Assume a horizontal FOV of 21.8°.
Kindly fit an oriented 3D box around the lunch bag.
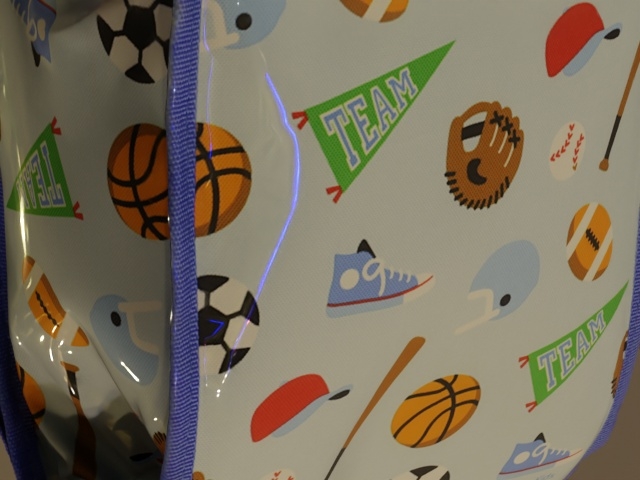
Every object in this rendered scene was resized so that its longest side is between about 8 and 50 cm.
[{"bbox_3d":[0.000,0.000,0.865,0.239,0.328,0.385,25,-57,50],"label":"lunch bag"}]
